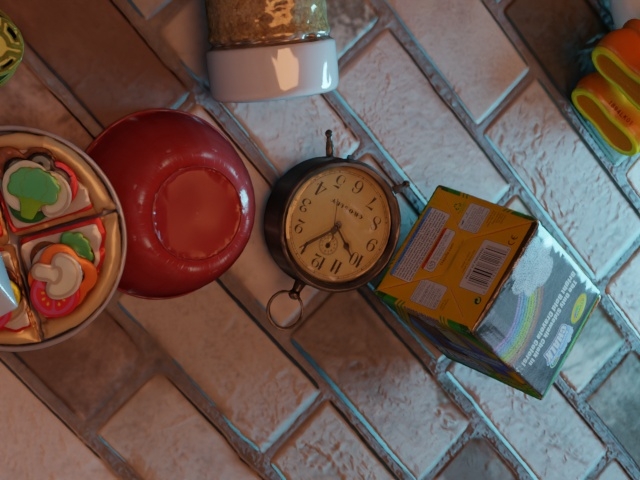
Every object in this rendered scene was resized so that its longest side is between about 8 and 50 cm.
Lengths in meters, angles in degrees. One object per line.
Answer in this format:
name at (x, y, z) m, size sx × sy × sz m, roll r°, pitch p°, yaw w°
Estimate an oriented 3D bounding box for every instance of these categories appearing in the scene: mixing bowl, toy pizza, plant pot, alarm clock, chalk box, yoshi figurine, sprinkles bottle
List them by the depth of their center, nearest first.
plant pot at (-0.289, -0.166, 1.267) m, size 0.083 × 0.079 × 0.083 m, roll -4°, pitch 98°, yaw -25°
toy pizza at (-0.270, 0.001, 1.283) m, size 0.201 × 0.032 × 0.201 m, roll 0°, pitch 99°, yaw -3°
sprinkles bottle at (-0.060, -0.306, 1.338) m, size 0.121 × 0.121 × 0.355 m, roll -10°, pitch 100°, yaw -24°
mixing bowl at (-0.129, -0.029, 1.351) m, size 0.181 × 0.098 × 0.181 m, roll -3°, pitch 97°, yaw -26°
alarm clock at (0.000, 0.000, 1.435) m, size 0.129 × 0.064 × 0.192 m, roll 32°, pitch 80°, yaw -25°
chalk box at (0.180, 0.062, 1.476) m, size 0.132 × 0.132 × 0.213 m, roll -58°, pitch 138°, yaw -11°
yoshi figurine at (0.448, -0.235, 1.565) m, size 0.362 × 0.203 × 0.203 m, roll -44°, pitch 128°, yaw -17°

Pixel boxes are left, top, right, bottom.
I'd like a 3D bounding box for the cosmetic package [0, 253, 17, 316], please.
cosmetic package at (-0.393, 0.001, 1.136) m, size 0.224 × 0.138 × 0.224 m, roll -31°, pitch 132°, yaw -3°
